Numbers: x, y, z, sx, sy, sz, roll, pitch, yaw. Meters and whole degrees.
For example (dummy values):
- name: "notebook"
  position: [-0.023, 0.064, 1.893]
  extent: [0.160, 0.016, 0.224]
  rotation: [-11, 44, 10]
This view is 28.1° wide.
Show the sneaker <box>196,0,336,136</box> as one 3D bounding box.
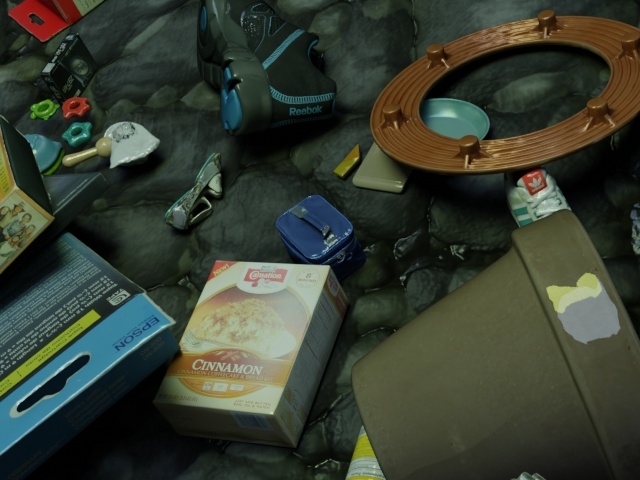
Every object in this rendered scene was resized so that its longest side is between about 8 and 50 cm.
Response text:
- name: "sneaker"
  position: [-0.079, -0.242, 1.649]
  extent: [0.140, 0.125, 0.340]
  rotation: [-3, 41, -15]

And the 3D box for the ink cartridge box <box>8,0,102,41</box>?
- name: "ink cartridge box"
  position: [-0.371, -0.413, 1.931]
  extent: [0.231, 0.078, 0.134]
  rotation: [-40, 47, -13]

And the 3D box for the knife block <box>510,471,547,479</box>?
- name: "knife block"
  position: [0.137, 0.318, 0.941]
  extent: [0.088, 0.242, 0.275]
  rotation: [17, 59, 35]

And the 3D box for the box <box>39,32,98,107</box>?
- name: "box"
  position: [-0.347, -0.235, 1.769]
  extent: [0.018, 0.067, 0.083]
  rotation: [6, 52, 29]

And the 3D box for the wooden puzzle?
- name: "wooden puzzle"
  position: [0.079, -0.088, 1.490]
  extent: [0.116, 0.014, 0.078]
  rotation: [17, 63, 34]

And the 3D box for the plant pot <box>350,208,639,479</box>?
- name: "plant pot"
  position: [0.158, 0.135, 1.087]
  extent: [0.229, 0.263, 0.263]
  rotation: [-24, 45, 6]

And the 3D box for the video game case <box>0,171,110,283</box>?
- name: "video game case"
  position: [-0.383, -0.011, 1.533]
  extent: [0.196, 0.026, 0.274]
  rotation: [-46, 26, -25]

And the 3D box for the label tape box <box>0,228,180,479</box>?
- name: "label tape box"
  position: [-0.285, 0.137, 1.315]
  extent: [0.249, 0.115, 0.348]
  rotation: [-40, 30, -14]

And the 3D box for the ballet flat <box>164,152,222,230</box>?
- name: "ballet flat"
  position: [-0.142, -0.055, 1.546]
  extent: [0.041, 0.041, 0.114]
  rotation: [17, 59, 34]

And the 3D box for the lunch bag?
- name: "lunch bag"
  position: [0.000, 0.000, 1.409]
  extent: [0.067, 0.065, 0.098]
  rotation: [-38, 46, -12]

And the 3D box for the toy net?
- name: "toy net"
  position: [-0.298, -0.130, 1.674]
  extent: [0.232, 0.045, 0.122]
  rotation: [5, 51, 26]

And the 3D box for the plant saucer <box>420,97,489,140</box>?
- name: "plant saucer"
  position: [0.135, -0.124, 1.475]
  extent: [0.119, 0.021, 0.119]
  rotation: [-4, 37, 3]

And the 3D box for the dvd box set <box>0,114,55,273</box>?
- name: "dvd box set"
  position: [-0.480, 0.056, 1.442]
  extent: [0.420, 0.062, 0.307]
  rotation: [-45, 27, 1]

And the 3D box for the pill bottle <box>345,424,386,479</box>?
- name: "pill bottle"
  position: [0.056, 0.222, 1.187]
  extent: [0.065, 0.065, 0.116]
  rotation: [2, 52, 25]

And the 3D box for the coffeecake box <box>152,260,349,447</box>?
- name: "coffeecake box"
  position: [-0.069, 0.114, 1.335]
  extent: [0.142, 0.068, 0.185]
  rotation: [1, 51, 27]

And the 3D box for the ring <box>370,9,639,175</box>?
- name: "ring"
  position: [0.215, -0.178, 1.442]
  extent: [0.337, 0.032, 0.336]
  rotation: [-13, 33, 9]

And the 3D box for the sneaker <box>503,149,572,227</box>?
- name: "sneaker"
  position: [0.229, -0.031, 1.328]
  extent: [0.057, 0.075, 0.161]
  rotation: [-25, 45, 2]
